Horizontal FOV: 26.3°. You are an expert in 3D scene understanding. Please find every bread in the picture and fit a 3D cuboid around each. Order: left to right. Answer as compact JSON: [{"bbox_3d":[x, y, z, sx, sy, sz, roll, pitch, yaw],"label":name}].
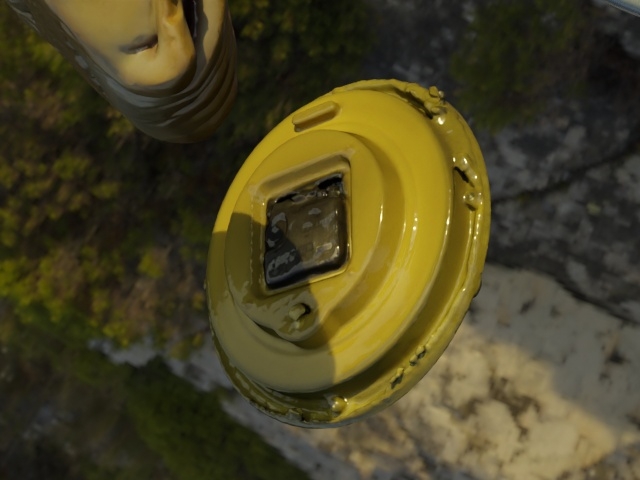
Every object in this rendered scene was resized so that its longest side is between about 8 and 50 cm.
[{"bbox_3d":[-0.093,-0.116,0.635,0.134,0.081,0.225,44,173,2],"label":"bread"}]

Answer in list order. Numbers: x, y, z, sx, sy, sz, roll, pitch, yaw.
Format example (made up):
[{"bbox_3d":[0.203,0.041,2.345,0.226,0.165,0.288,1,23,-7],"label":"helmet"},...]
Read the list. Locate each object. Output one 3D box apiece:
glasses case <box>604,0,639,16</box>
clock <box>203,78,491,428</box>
[{"bbox_3d":[0.174,-0.086,0.473,0.178,0.067,0.045,21,116,33],"label":"glasses case"},{"bbox_3d":[0.000,0.000,0.865,0.237,0.237,0.057,-8,156,41],"label":"clock"}]
